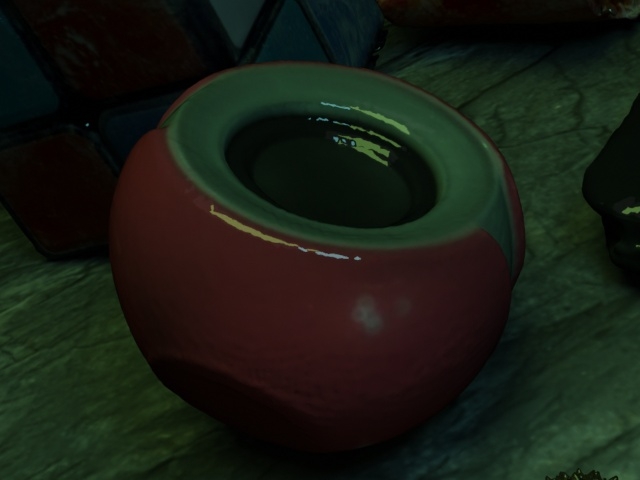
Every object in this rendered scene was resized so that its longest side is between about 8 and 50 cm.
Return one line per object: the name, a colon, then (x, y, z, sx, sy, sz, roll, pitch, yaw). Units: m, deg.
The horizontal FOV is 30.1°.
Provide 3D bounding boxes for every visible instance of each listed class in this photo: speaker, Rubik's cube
speaker: (0.000, 0.000, 0.855, 0.294, 0.294, 0.294, -11, 39, 9)
Rubik's cube: (-0.161, -0.208, 1.096, 0.313, 0.318, 0.316, -9, 38, 28)

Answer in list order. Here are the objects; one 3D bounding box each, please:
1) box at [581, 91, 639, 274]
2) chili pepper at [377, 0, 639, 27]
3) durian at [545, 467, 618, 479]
box: (0.423, -0.078, 0.924, 0.359, 0.091, 0.350, 12, 49, 32)
chili pepper: (0.189, -0.316, 1.227, 0.305, 0.229, 0.251, -5, 57, 34)
durian: (0.171, 0.186, 0.726, 0.140, 0.071, 0.110, 14, 49, 27)
